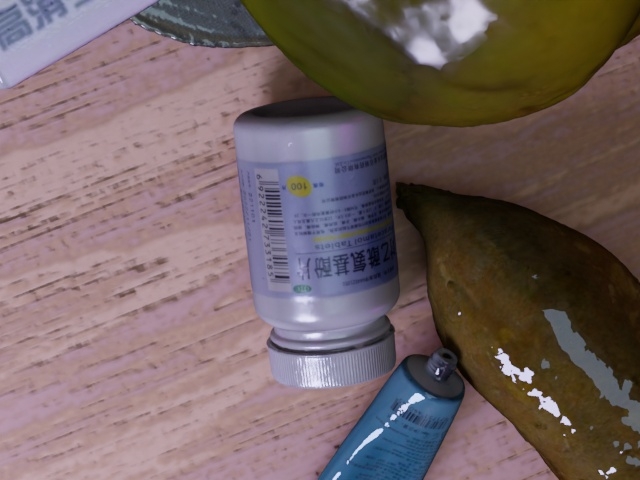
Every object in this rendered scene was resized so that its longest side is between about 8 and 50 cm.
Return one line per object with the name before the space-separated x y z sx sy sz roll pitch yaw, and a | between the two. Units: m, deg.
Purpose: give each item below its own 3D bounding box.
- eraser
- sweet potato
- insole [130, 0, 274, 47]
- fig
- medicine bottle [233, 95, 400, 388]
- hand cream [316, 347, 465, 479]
eraser | -0.186 -0.179 1.070 0.210 0.068 0.124 -30 105 1
sweet potato | 0.189 0.092 1.178 0.158 0.158 0.369 -42 106 -1
insole | -0.008 -0.171 1.148 0.348 0.009 0.119 16 97 -15
fig | 0.067 -0.241 0.994 0.343 0.343 0.343 -3 102 -12
medicine bottle | 0.000 0.000 1.138 0.103 0.103 0.186 -8 103 -11
hand cream | 0.042 0.166 1.191 0.083 0.048 0.224 20 119 -17
